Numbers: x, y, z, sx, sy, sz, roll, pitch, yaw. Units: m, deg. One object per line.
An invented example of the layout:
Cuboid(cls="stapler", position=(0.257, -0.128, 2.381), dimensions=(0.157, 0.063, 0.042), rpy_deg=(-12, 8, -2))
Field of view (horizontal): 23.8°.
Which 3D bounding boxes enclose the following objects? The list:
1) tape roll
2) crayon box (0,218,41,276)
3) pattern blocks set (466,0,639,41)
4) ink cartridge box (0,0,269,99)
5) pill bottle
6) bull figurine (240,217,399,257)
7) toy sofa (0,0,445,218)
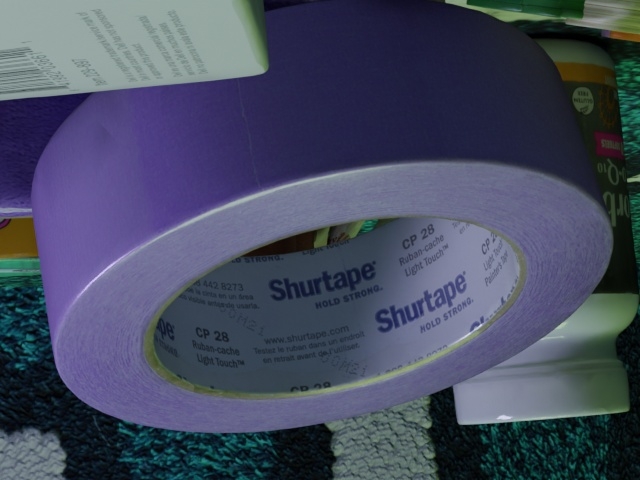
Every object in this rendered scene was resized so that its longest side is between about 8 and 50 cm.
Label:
Cuboid(cls="tape roll", position=(0.000, 0.000, 0.752), dimensions=(0.274, 0.090, 0.275), rpy_deg=(-10, 153, -5))
Cuboid(cls="crayon box", position=(-0.300, -0.056, 0.882), dimensions=(0.278, 0.165, 0.081), rpy_deg=(-3, 173, -10))
Cuboid(cls="pattern blocks set", position=(0.225, -0.121, 0.865), dimensions=(0.324, 0.026, 0.285), rpy_deg=(-2, -166, -45))
Cuboid(cls="ink cartridge box", position=(-0.127, -0.088, 0.363), dimensions=(0.212, 0.093, 0.154), rpy_deg=(-7, 172, 3))
Cuboid(cls="pill bottle", position=(0.158, -0.003, 1.165), dimensions=(0.162, 0.279, 0.162), rpy_deg=(-5, 174, -1))
Cuboid(cls="bull figurine", position=(-0.093, -0.044, 0.994), dimensions=(0.188, 0.310, 0.101), rpy_deg=(-41, 156, -20))
Cuboid(cls="toy sofa", position=(-0.102, -0.092, 0.799), dimensions=(0.362, 0.150, 0.177), rpy_deg=(-2, 173, -21))
